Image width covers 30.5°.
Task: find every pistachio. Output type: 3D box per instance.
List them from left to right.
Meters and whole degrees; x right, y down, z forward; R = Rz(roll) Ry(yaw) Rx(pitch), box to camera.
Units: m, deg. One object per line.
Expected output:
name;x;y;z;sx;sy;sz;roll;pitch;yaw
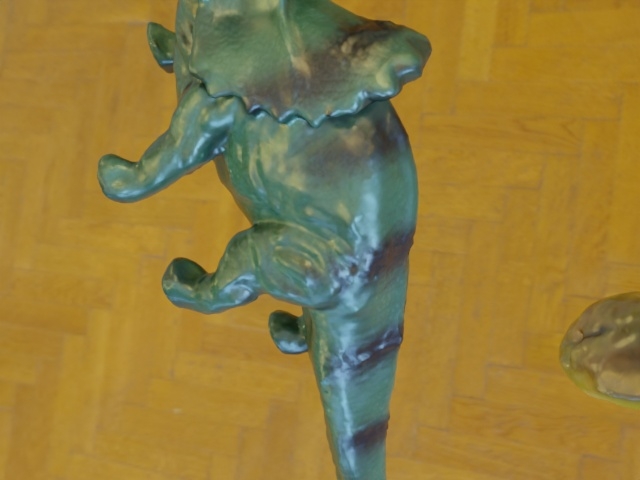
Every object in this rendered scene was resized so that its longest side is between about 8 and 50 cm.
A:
pistachio;0.307;0.101;1.066;0.189;0.100;0.110;12;93;29

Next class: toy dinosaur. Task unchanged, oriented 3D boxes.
toy dinosaur;-0.017;-0.001;0.458;0.120;0.079;0.292;5;112;14
